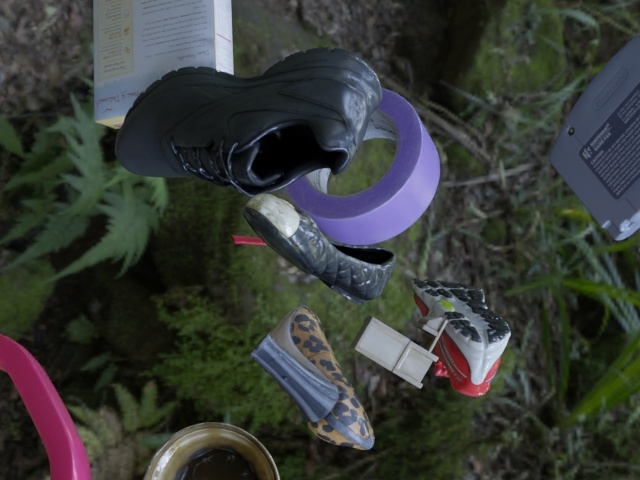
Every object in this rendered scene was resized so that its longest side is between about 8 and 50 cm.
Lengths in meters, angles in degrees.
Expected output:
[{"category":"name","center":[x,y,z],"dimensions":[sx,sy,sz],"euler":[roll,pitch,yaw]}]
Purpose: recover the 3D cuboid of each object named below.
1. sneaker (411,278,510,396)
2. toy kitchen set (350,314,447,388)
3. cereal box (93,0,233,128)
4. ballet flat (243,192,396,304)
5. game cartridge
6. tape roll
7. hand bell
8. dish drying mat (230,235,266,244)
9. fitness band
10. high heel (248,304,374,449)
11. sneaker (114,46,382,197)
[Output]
[{"category":"sneaker","center":[0.183,0.132,1.297],"dimensions":[0.279,0.107,0.118],"euler":[-102,-159,-73]},{"category":"toy kitchen set","center":[0.070,0.085,0.854],"dimensions":[0.068,0.075,0.083],"euler":[-59,-169,-6]},{"category":"cereal box","center":[-0.187,-0.261,1.073],"dimensions":[0.047,0.173,0.240],"euler":[13,74,-64]},{"category":"ballet flat","center":[0.000,0.000,0.638],"dimensions":[0.049,0.057,0.173],"euler":[-55,147,0]},{"category":"game cartridge","center":[0.457,-0.167,1.281],"dimensions":[0.060,0.294,0.196],"euler":[-9,56,-41]},{"category":"tape roll","center":[0.050,-0.095,1.157],"dimensions":[0.080,0.189,0.189],"euler":[45,45,-57]},{"category":"hand bell","center":[-0.090,0.247,0.929],"dimensions":[0.242,0.126,0.126],"euler":[70,17,-79]},{"category":"dish drying mat","center":[-0.131,0.001,1.778],"dimensions":[0.032,0.083,0.008],"euler":[-134,-127,-62]},{"category":"fitness band","center":[-0.340,0.214,0.879],"dimensions":[0.291,0.209,0.054],"euler":[49,-14,33]},{"category":"high heel","center":[0.002,0.181,1.199],"dimensions":[0.186,0.093,0.261],"euler":[44,9,2]},{"category":"sneaker","center":[-0.085,-0.100,0.879],"dimensions":[0.109,0.286,0.130],"euler":[56,35,-40]}]
